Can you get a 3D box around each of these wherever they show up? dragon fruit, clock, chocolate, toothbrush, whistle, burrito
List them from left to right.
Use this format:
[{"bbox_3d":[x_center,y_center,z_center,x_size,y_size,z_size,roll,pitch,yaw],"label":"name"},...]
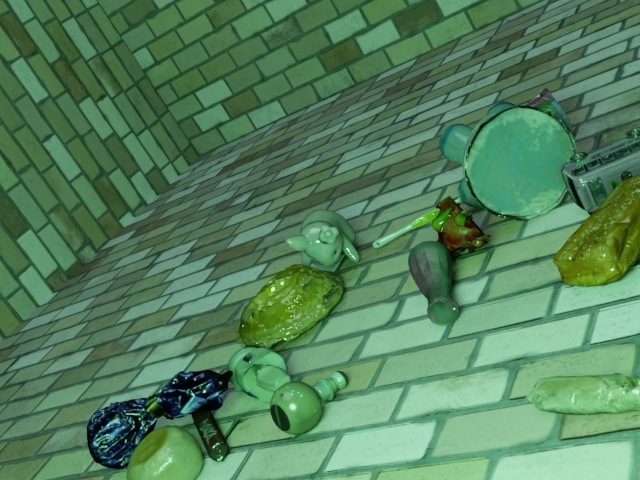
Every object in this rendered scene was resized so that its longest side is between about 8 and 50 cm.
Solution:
[{"bbox_3d":[-0.302,0.324,1.718,0.343,0.126,0.148,-33,-19,22],"label":"chocolate"},{"bbox_3d":[-0.235,0.352,1.744,0.041,0.041,0.364,-35,18,-9],"label":"toothbrush"},{"bbox_3d":[-0.118,0.260,1.708,0.110,0.092,0.244,-37,17,-21],"label":"whistle"},{"bbox_3d":[0.238,-0.048,2.046,0.263,0.022,0.026,-28,7,10],"label":"toothbrush"},{"bbox_3d":[0.278,-0.014,1.768,0.175,0.142,0.138,-56,43,35],"label":"dragon fruit"},{"bbox_3d":[0.488,-0.273,2.104,0.196,0.100,0.194,-28,20,16],"label":"clock"},{"bbox_3d":[0.356,0.202,1.165,0.188,0.045,0.058,-15,18,47],"label":"burrito"}]

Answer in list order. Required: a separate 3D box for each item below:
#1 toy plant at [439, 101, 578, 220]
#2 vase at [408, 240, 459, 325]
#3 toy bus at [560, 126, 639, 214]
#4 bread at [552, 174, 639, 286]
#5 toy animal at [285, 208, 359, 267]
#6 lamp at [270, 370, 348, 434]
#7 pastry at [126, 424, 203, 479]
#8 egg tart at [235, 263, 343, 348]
[{"bbox_3d":[0.384,-0.179,1.878,0.247,0.247,0.332,-31,11,3],"label":"toy plant"},{"bbox_3d":[0.218,0.083,1.654,0.086,0.086,0.214,-28,23,12],"label":"vase"},{"bbox_3d":[0.557,-0.128,1.626,0.199,0.096,0.108,-24,24,15],"label":"toy bus"},{"bbox_3d":[0.499,-0.021,1.466,0.271,0.077,0.139,-42,17,-33],"label":"bread"},{"bbox_3d":[0.006,0.011,2.054,0.141,0.138,0.282,-21,12,9],"label":"toy animal"},{"bbox_3d":[-0.013,0.274,1.538,0.163,0.091,0.091,-27,11,-40],"label":"lamp"},{"bbox_3d":[-0.289,0.410,1.602,0.156,0.092,0.156,-36,17,13],"label":"pastry"},{"bbox_3d":[-0.078,0.138,1.958,0.279,0.095,0.279,-27,17,9],"label":"egg tart"}]
